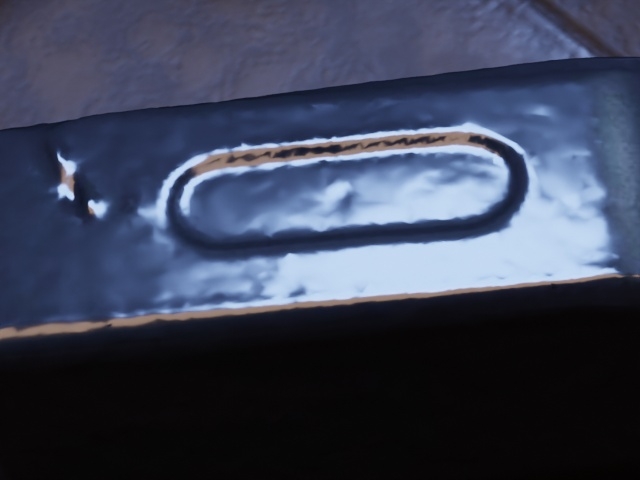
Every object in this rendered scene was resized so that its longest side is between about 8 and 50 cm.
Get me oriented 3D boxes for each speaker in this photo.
[{"bbox_3d":[0.000,0.000,0.677,0.388,0.184,0.180,-6,57,3],"label":"speaker"}]
